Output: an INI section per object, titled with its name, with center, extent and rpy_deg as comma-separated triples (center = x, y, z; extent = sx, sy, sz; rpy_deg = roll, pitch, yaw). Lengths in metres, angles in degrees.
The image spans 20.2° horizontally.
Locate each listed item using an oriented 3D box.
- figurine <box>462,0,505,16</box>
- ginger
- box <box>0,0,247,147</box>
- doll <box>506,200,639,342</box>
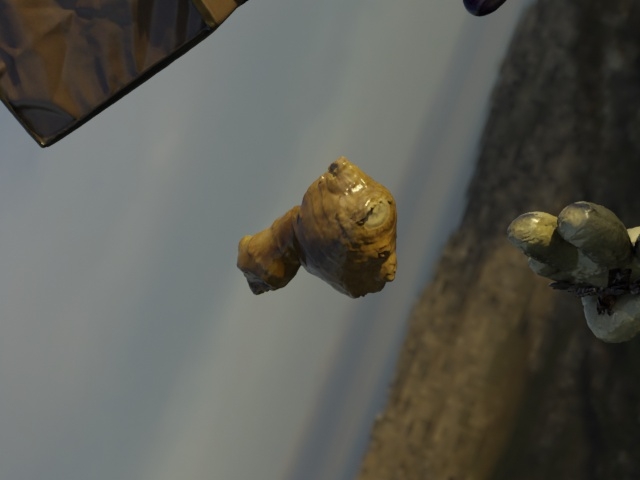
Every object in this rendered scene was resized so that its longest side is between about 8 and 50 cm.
[figurine]
center = 0.106, -0.380, 1.801
extent = 0.193, 0.154, 0.421
rpy_deg = -42, -31, 22
[ginger]
center = 0.005, 0.007, 1.337
extent = 0.067, 0.096, 0.165
rpy_deg = -33, -3, -43
[box]
center = -0.200, -0.233, 1.648
extent = 0.252, 0.188, 0.153
rpy_deg = -27, 18, 30
[doll]
center = 0.329, 0.034, 2.073
extent = 0.175, 0.278, 0.149
rpy_deg = 32, 94, 47
